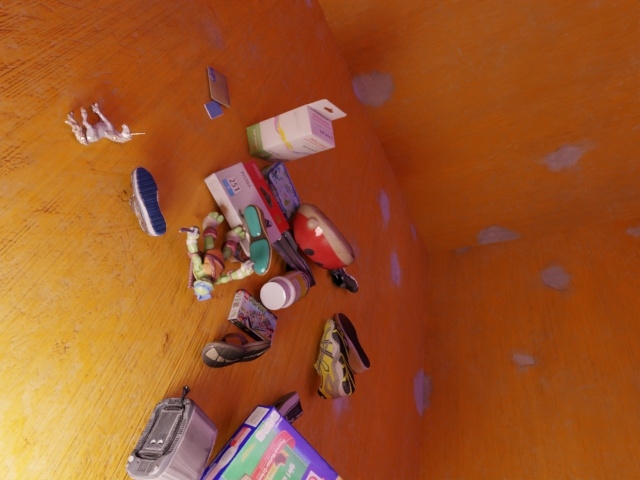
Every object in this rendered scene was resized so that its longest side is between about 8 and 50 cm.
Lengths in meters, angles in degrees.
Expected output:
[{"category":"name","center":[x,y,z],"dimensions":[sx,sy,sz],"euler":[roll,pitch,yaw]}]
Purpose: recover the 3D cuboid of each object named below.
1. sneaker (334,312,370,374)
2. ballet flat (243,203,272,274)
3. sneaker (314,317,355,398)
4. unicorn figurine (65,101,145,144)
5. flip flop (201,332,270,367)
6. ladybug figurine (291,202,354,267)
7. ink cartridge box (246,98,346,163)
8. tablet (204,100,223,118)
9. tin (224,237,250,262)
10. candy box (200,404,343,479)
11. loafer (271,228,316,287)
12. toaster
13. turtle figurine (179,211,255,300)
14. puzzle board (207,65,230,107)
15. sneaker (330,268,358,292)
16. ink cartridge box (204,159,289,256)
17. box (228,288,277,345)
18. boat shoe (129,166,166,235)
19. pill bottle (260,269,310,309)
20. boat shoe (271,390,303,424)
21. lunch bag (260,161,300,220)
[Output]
[{"category":"sneaker","center":[0.115,0.485,1.949],"dimensions":[0.106,0.123,0.290],"euler":[10,49,-50]},{"category":"ballet flat","center":[-0.190,-0.003,1.345],"dimensions":[0.073,0.080,0.232],"euler":[13,66,-71]},{"category":"sneaker","center":[0.039,0.483,1.756],"dimensions":[0.145,0.147,0.384],"euler":[57,16,-31]},{"category":"unicorn figurine","center":[-0.542,-0.282,1.034],"dimensions":[0.162,0.060,0.111],"euler":[-45,121,-40]},{"category":"flip flop","center":[-0.260,0.325,1.284],"dimensions":[0.277,0.112,0.080],"euler":[14,41,-58]},{"category":"ladybug figurine","center":[0.000,0.000,1.745],"dimensions":[0.305,0.162,0.449],"euler":[48,0,23]},{"category":"ink cartridge box","center":[-0.084,-0.412,1.628],"dimensions":[0.207,0.353,0.119],"euler":[5,74,-62]},{"category":"tablet","center":[-0.375,-0.462,1.471],"dimensions":[0.054,0.006,0.083],"euler":[66,28,-21]},{"category":"tin","center":[-0.266,0.017,1.455],"dimensions":[0.190,0.040,0.106],"euler":[-21,102,-62]},{"category":"candy box","center":[-0.134,0.673,1.162],"dimensions":[0.317,0.122,0.268],"euler":[51,57,-12]},{"category":"loafer","center":[-0.119,0.082,1.672],"dimensions":[0.095,0.109,0.302],"euler":[-34,118,-14]},{"category":"toaster","center":[-0.346,0.490,1.013],"dimensions":[0.227,0.129,0.146],"euler":[-74,146,-46]},{"category":"turtle figurine","center":[-0.282,0.017,1.212],"dimensions":[0.266,0.198,0.274],"euler":[-92,-168,-52]},{"category":"puzzle board","center":[-0.368,-0.554,1.510],"dimensions":[0.096,0.011,0.128],"euler":[8,68,-60]},{"category":"sneaker","center":[0.110,0.203,2.061],"dimensions":[0.234,0.078,0.106],"euler":[53,39,-33]},{"category":"ink cartridge box","center":[-0.227,-0.131,1.460],"dimensions":[0.261,0.066,0.296],"euler":[-38,104,-49]},{"category":"box","center":[-0.227,0.267,1.427],"dimensions":[0.207,0.036,0.114],"euler":[51,37,-42]},{"category":"boat shoe","center":[-0.463,-0.098,1.087],"dimensions":[0.066,0.066,0.183],"euler":[-27,109,-60]},{"category":"pill bottle","center":[-0.129,0.182,1.539],"dimensions":[0.208,0.119,0.119],"euler":[-15,93,-68]},{"category":"boat shoe","center":[-0.144,0.605,1.367],"dimensions":[0.105,0.113,0.306],"euler":[65,17,6]},{"category":"lunch bag","center":[-0.167,-0.196,1.677],"dimensions":[0.219,0.090,0.176],"euler":[68,26,-21]}]
